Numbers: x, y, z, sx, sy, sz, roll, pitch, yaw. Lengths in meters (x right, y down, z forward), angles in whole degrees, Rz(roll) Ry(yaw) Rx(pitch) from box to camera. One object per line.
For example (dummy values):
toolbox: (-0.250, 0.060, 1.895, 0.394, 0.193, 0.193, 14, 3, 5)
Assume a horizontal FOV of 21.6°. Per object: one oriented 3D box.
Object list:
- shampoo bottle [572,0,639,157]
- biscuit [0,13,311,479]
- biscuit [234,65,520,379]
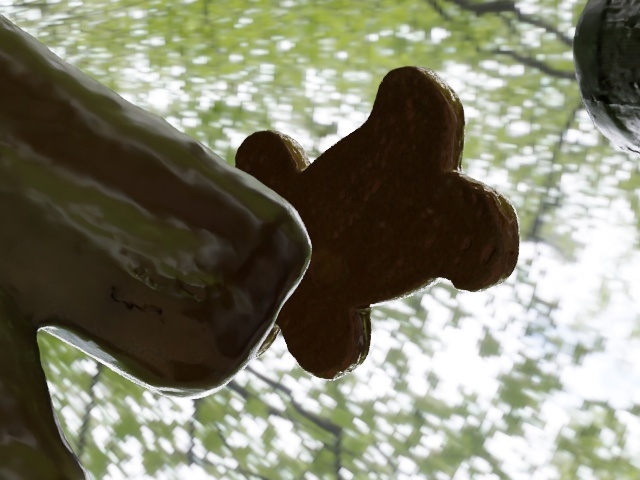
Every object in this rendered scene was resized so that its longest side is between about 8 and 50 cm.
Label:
shampoo bottle: (0.175, -0.048, 0.411, 0.129, 0.323, 0.084, -41, -71, -12)
biscuit: (-0.167, 0.005, 0.556, 0.291, 0.062, 0.236, 31, -124, -4)
biscuit: (0.002, 0.001, 1.298, 0.049, 0.324, 0.205, 2, -120, -55)
